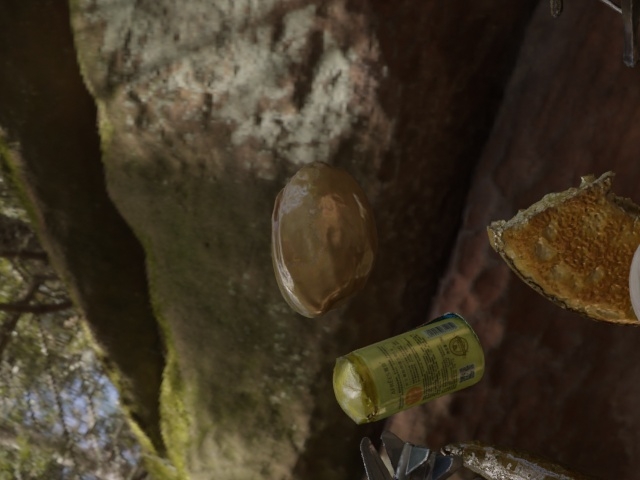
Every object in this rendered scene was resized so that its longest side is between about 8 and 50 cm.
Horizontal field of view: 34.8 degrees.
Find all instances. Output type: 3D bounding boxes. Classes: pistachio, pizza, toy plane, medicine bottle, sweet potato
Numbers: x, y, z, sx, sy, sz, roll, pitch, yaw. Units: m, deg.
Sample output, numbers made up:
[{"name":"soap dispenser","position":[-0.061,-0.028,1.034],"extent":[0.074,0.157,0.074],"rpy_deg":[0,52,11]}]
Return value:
[{"name":"pistachio","position":[0.000,0.000,1.592],"extent":[0.181,0.162,0.293],"rpy_deg":[30,-136,-25]},{"name":"pizza","position":[0.419,0.002,1.580],"extent":[0.323,0.089,0.223],"rpy_deg":[28,-73,-20]},{"name":"toy plane","position":[0.111,0.419,1.453],"extent":[0.212,0.088,0.267],"rpy_deg":[23,-98,-21]},{"name":"medicine bottle","position":[0.134,0.207,1.620],"extent":[0.238,0.124,0.124],"rpy_deg":[-17,-67,-20]},{"name":"sweet potato","position":[0.401,0.431,1.724],"extent":[0.130,0.422,0.131],"rpy_deg":[-26,-53,-40]}]

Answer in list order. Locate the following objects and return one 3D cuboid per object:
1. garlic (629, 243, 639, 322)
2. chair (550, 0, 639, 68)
[{"name":"garlic","position":[0.469,0.017,1.009],"extent":[0.317,0.259,0.317],"rpy_deg":[-24,-40,-21]},{"name":"chair","position":[0.345,-0.383,1.164],"extent":[0.160,0.186,0.319],"rpy_deg":[-34,-40,-10]}]
